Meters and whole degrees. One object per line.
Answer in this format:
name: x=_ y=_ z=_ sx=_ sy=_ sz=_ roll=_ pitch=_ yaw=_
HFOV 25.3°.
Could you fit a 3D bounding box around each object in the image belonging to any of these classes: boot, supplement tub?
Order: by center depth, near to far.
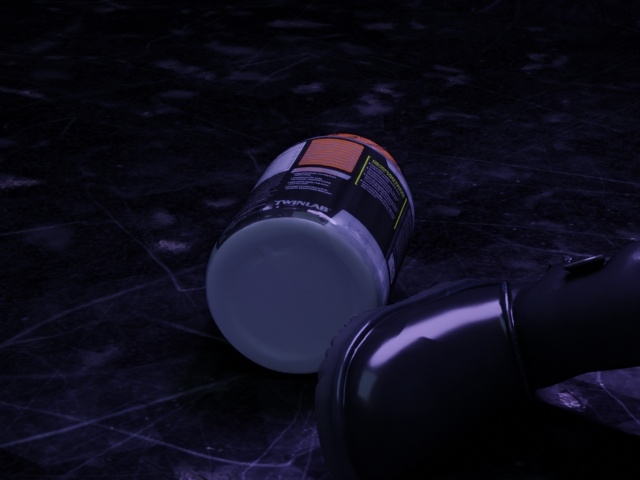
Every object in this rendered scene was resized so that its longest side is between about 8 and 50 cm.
boot: x=0.259 y=0.090 z=1.274 sx=0.445 sy=0.146 sz=0.367 roll=-9 pitch=15 yaw=31
supplement tub: x=0.000 y=0.000 z=1.598 sx=0.194 sy=0.193 sz=0.316 roll=5 pitch=23 yaw=11
